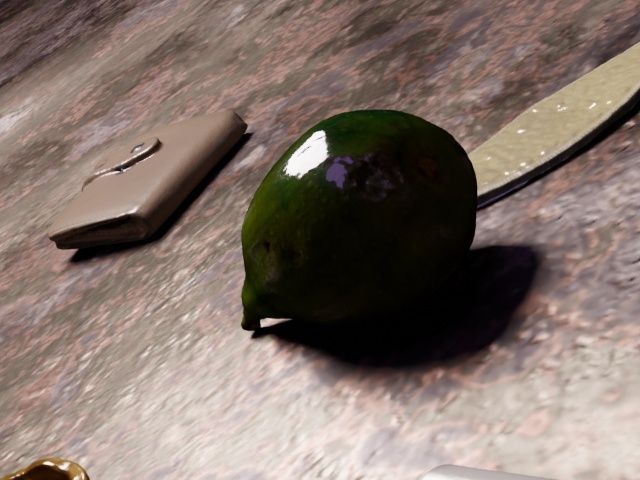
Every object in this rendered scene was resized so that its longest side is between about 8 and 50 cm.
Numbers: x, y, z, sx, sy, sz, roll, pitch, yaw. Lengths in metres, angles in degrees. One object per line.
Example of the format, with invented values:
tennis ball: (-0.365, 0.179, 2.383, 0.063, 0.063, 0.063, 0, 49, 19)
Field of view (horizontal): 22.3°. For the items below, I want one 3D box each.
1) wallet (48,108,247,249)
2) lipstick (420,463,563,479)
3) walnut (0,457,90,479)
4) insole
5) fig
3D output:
wallet: (-0.134, -0.048, 1.237, 0.118, 0.039, 0.153, -12, 30, 37)
lipstick: (0.088, 0.106, 0.585, 0.038, 0.038, 0.130, -43, 24, -28)
walnut: (-0.147, 0.156, 0.778, 0.121, 0.052, 0.091, -24, 23, 23)
insole: (0.168, -0.090, 0.951, 0.248, 0.011, 0.081, -36, 21, -11)
fig: (0.000, 0.000, 0.871, 0.177, 0.117, 0.117, -28, 18, 40)
